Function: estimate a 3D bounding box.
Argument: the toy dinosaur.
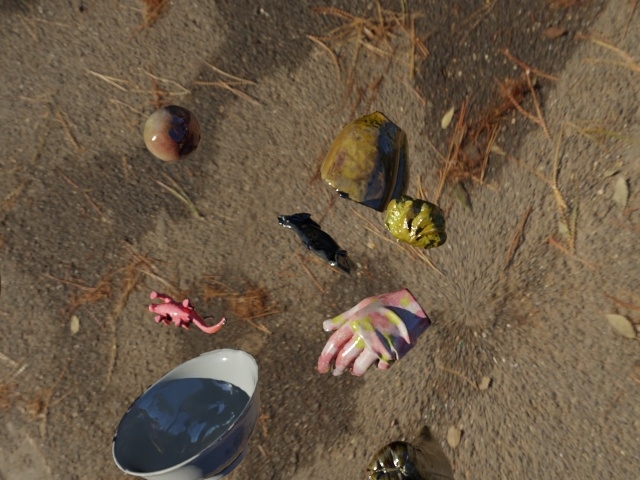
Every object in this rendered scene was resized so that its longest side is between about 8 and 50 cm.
[{"bbox_3d":[-0.291,0.183,1.570,0.286,0.139,0.070,7,77,33],"label":"toy dinosaur"}]

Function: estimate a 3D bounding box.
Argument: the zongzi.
[{"bbox_3d":[0.195,0.459,1.415,0.134,0.286,0.288,-23,35,19],"label":"zongzi"}]

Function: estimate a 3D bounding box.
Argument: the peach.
[{"bbox_3d":[-0.207,-0.150,0.933,0.083,0.083,0.083,-1,84,12],"label":"peach"}]

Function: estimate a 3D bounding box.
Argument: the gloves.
[{"bbox_3d":[0.093,0.193,1.318,0.241,0.126,0.145,-35,88,0],"label":"gloves"}]

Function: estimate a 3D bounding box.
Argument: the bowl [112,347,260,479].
[{"bbox_3d":[-0.137,0.220,0.766,0.189,0.189,0.086,-22,115,9],"label":"bowl"}]

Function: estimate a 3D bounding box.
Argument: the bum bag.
[{"bbox_3d":[0.000,0.000,1.246,0.197,0.087,0.049,42,105,37],"label":"bum bag"}]

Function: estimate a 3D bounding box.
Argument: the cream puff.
[{"bbox_3d":[0.117,-0.019,0.814,0.083,0.083,0.058,36,79,22],"label":"cream puff"}]

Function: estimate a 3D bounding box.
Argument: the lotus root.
[{"bbox_3d":[0.116,-0.163,1.366,0.199,0.188,0.180,30,102,-14],"label":"lotus root"}]
